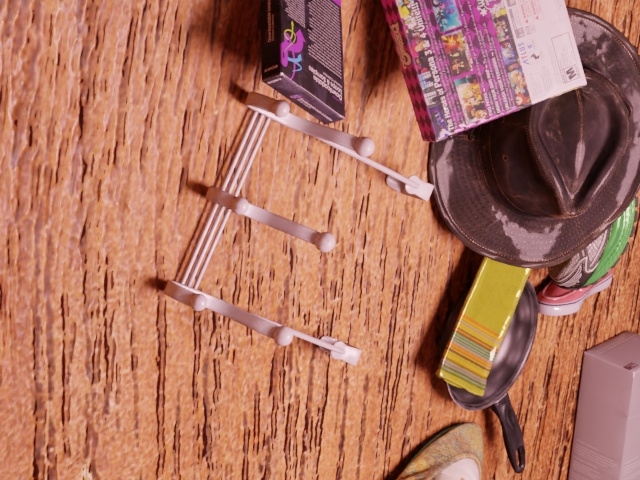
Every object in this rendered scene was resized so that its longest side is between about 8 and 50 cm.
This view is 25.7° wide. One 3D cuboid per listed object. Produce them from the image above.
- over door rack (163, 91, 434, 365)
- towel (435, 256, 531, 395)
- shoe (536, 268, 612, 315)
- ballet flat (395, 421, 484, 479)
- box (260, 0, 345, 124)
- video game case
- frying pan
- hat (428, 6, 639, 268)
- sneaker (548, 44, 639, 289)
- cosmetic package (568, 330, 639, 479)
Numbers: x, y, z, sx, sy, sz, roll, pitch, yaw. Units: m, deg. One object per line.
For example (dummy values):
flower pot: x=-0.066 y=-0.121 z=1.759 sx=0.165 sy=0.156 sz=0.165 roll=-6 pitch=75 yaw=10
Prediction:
over door rack: x=0.000 y=0.000 z=1.540 sx=0.324 sy=0.108 sz=0.239 roll=25 pitch=89 yaw=-50
towel: x=0.225 y=0.082 z=1.830 sx=0.102 sy=0.021 sz=0.237 roll=27 pitch=84 yaw=-48
shoe: x=0.363 y=0.044 z=2.000 sx=0.178 sy=0.063 sz=0.081 roll=-25 pitch=123 yaw=-46
ballet flat: x=0.132 y=0.360 z=1.845 sx=0.349 sy=0.123 sz=0.123 roll=-29 pitch=127 yaw=-37
box: x=-0.019 y=-0.211 z=1.421 sx=0.116 sy=0.029 sz=0.162 roll=30 pitch=50 yaw=-50
video game case: x=0.177 y=-0.252 z=1.568 sx=0.210 sy=0.042 sz=0.232 roll=-22 pitch=102 yaw=-21
frying pan: x=0.253 y=0.168 z=1.937 sx=0.197 sy=0.053 sz=0.326 roll=-55 pitch=138 yaw=-15
hat: x=0.295 y=-0.115 z=1.704 sx=0.331 sy=0.134 sz=0.331 roll=-4 pitch=104 yaw=-16
sneaker: x=0.335 y=-0.094 z=1.875 sx=0.146 sy=0.134 sz=0.343 roll=-11 pitch=115 yaw=-27
cosmetic package: x=0.471 y=0.275 z=2.194 sx=0.127 sy=0.107 sz=0.237 roll=-16 pitch=116 yaw=-43
